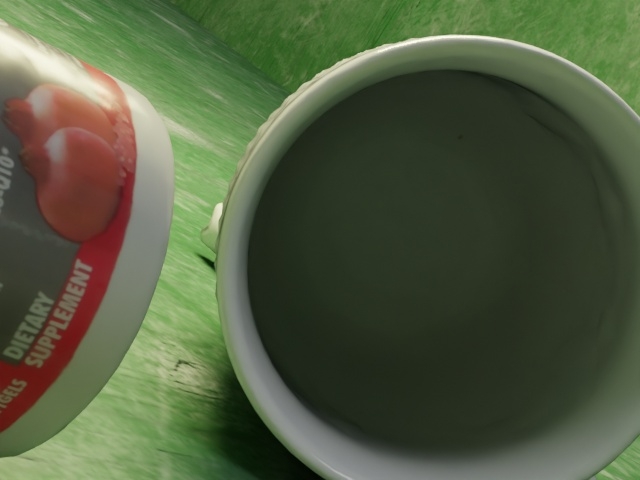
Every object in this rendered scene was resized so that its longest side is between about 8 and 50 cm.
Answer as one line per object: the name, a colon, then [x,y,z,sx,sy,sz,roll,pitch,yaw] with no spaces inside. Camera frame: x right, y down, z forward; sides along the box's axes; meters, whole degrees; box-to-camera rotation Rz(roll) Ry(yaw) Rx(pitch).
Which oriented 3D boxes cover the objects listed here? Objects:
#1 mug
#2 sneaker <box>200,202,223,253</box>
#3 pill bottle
mug: [0.090,0.050,0.998,0.374,0.276,0.328,62,-1,-7]
sneaker: [0.000,0.000,1.335,0.129,0.111,0.297,30,7,20]
pill bottle: [-0.228,-0.040,0.561,0.318,0.176,0.176,25,12,-36]
